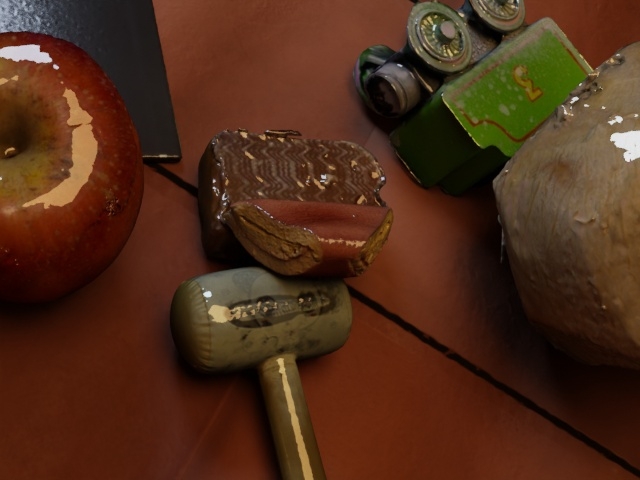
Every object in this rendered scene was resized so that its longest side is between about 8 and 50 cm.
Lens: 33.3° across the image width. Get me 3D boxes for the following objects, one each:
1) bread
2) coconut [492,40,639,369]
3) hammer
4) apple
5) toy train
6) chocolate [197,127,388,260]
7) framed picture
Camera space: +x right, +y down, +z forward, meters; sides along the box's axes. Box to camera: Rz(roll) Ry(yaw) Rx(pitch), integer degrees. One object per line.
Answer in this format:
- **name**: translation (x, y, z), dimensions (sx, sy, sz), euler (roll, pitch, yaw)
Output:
- **bread**: translation (0.000, 0.001, 1.132), dimensions (0.192, 0.067, 0.119), euler (4, 24, -17)
- **coconut**: translation (0.396, -0.045, 1.240), dimensions (0.405, 0.404, 0.404), euler (11, 58, -19)
- **hammer**: translation (-0.035, 0.171, 1.123), dimensions (0.202, 0.113, 0.305), euler (-8, 71, -26)
- **apple**: translation (-0.303, -0.070, 1.071), dimensions (0.251, 0.206, 0.272), euler (-37, 82, -18)
- **toy train**: translation (0.200, -0.208, 1.417), dimensions (0.307, 0.173, 0.249), euler (-37, 90, -36)
- **chocolate**: translation (-0.034, -0.044, 1.250), dimensions (0.214, 0.093, 0.148), euler (6, 61, -21)
- **framed picture**: translation (-0.314, -0.239, 1.284), dimensions (0.255, 0.014, 0.338), euler (-2, 62, -25)
